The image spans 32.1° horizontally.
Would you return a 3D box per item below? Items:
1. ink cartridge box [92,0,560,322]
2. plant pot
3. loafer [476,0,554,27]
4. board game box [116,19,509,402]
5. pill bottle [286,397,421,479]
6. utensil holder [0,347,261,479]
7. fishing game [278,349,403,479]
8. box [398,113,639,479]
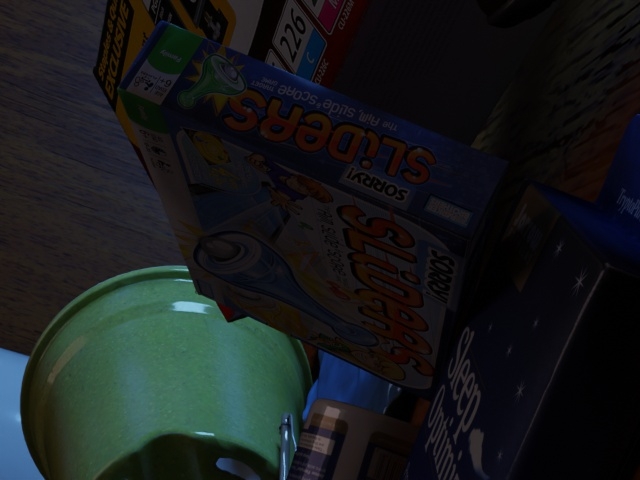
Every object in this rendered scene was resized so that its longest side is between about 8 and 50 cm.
[{"bbox_3d":[-0.023,-0.157,0.598,0.271,0.130,0.309,59,148,24],"label":"ink cartridge box"},{"bbox_3d":[-0.121,0.191,0.936,0.254,0.276,0.276,-121,50,-70],"label":"plant pot"},{"bbox_3d":[0.091,-0.181,0.373,0.080,0.078,0.220,-72,6,-77],"label":"loafer"},{"bbox_3d":[0.000,0.000,0.467,0.035,0.136,0.201,-62,-14,-20],"label":"board game box"},{"bbox_3d":[0.009,0.143,0.541,0.067,0.067,0.120,127,162,-77],"label":"pill bottle"},{"bbox_3d":[-0.273,0.314,1.258,0.327,0.386,0.327,-161,90,-87],"label":"utensil holder"},{"bbox_3d":[0.034,0.082,0.726,0.189,0.041,0.264,-95,29,-62],"label":"fishing game"},{"bbox_3d":[0.067,0.064,0.383,0.136,0.037,0.225,-87,19,-77],"label":"box"}]
